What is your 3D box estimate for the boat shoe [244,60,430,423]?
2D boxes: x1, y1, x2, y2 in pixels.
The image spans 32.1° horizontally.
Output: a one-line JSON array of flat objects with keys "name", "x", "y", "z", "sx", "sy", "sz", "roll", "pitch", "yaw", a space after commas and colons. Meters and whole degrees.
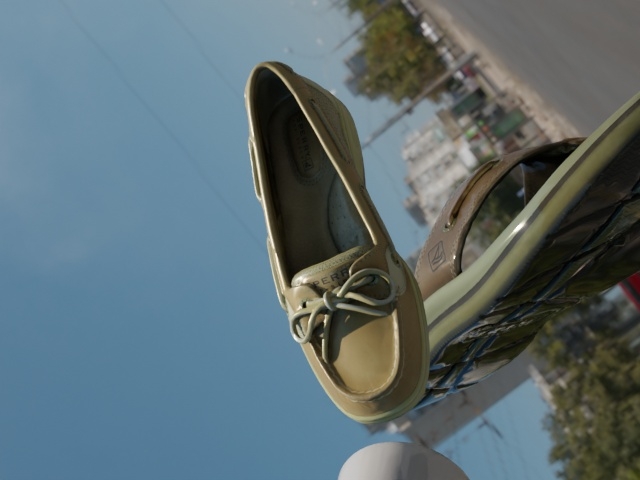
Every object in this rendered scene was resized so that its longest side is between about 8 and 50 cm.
[{"name": "boat shoe", "x": 0.002, "y": -0.001, "z": 0.447, "sx": 0.048, "sy": 0.056, "sz": 0.153, "roll": 34, "pitch": -140, "yaw": -59}]

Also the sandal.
[{"name": "sandal", "x": 0.101, "y": 0.004, "z": 0.616, "sx": 0.120, "sy": 0.303, "sz": 0.086, "roll": -3, "pitch": -121, "yaw": -40}]

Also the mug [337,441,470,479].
[{"name": "mug", "x": 0.036, "y": 0.130, "z": 0.454, "sx": 0.078, "sy": 0.062, "sz": 0.064, "roll": 31, "pitch": -148, "yaw": -2}]
